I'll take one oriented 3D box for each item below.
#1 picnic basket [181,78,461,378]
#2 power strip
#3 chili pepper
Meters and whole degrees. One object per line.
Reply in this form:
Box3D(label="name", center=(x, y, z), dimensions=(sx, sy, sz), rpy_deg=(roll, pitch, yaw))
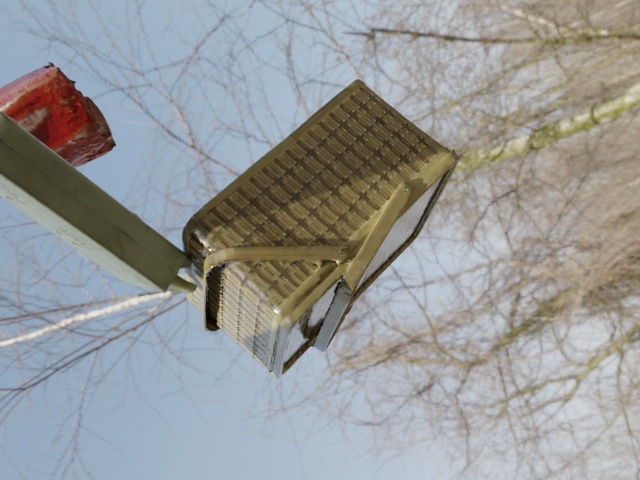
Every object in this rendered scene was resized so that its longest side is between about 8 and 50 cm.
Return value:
Box3D(label="picnic basket", center=(0.000, 0.000, 0.819), dimensions=(0.175, 0.228, 0.313), rpy_deg=(41, -116, 12))
Box3D(label="power strip", center=(-0.227, -0.017, 0.681), dimensions=(0.288, 0.093, 0.053), rpy_deg=(44, -116, -36))
Box3D(label="chili pepper", center=(-0.424, -0.132, 0.927), dimensions=(0.136, 0.252, 0.144), rpy_deg=(54, 166, 9))
